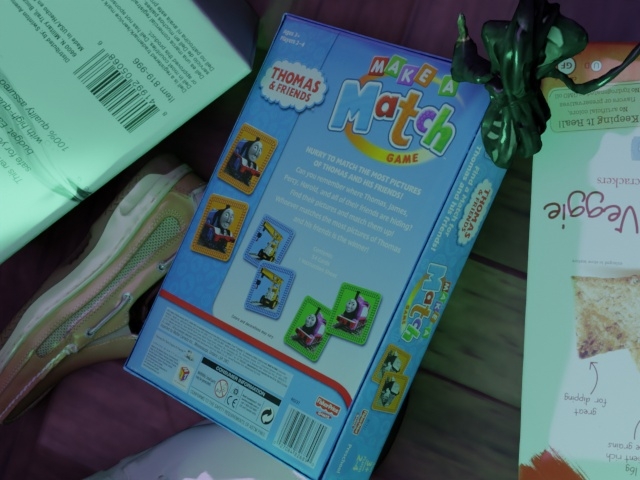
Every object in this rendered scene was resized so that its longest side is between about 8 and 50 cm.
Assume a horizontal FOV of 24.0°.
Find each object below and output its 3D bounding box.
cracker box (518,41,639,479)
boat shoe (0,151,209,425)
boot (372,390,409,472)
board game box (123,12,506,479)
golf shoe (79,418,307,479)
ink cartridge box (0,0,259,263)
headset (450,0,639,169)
[{"bbox_3d":[0.182,0.021,0.732,0.156,0.067,0.232,2,92,21],"label":"cracker box"},{"bbox_3d":[-0.121,0.042,0.848,0.072,0.068,0.190,41,104,3],"label":"boat shoe"},{"bbox_3d":[-0.008,0.063,0.821,0.114,0.037,0.106,12,94,22],"label":"boot"},{"bbox_3d":[0.000,0.000,0.765,0.160,0.039,0.211,24,90,43],"label":"board game box"},{"bbox_3d":[-0.123,0.181,0.807,0.306,0.140,0.115,-29,79,19],"label":"golf shoe"},{"bbox_3d":[-0.160,-0.100,0.816,0.208,0.087,0.153,-35,111,17],"label":"ink cartridge box"},{"bbox_3d":[0.240,-0.162,0.651,0.394,0.185,0.243,-30,70,-10],"label":"headset"}]
